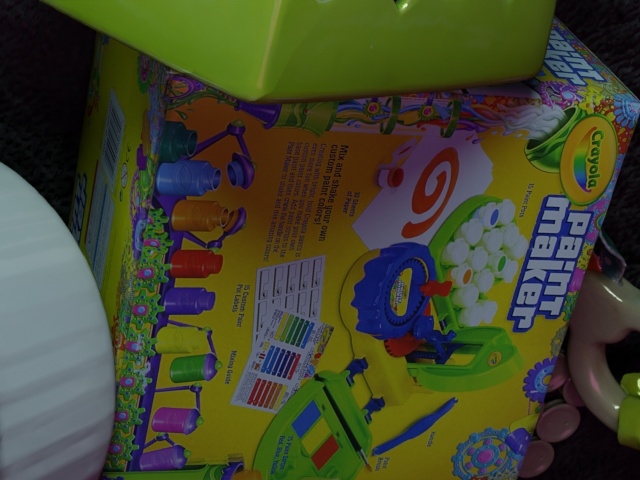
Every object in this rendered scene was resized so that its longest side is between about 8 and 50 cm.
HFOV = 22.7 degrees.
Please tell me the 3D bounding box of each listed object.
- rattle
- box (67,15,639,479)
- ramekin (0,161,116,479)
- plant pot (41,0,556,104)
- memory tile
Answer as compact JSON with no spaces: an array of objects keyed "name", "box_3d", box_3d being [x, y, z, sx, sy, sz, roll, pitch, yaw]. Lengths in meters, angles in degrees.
[{"name":"rattle","box_3d":[0.243,0.044,1.162,0.143,0.130,0.199,-33,95,-25]},{"name":"box","box_3d":[0.000,0.000,0.973,0.279,0.177,0.290,3,120,-20]},{"name":"ramekin","box_3d":[-0.244,0.073,0.880,0.135,0.277,0.277,-18,136,-54]},{"name":"plant pot","box_3d":[-0.011,-0.203,0.778,0.227,0.228,0.207,-10,123,-48]},{"name":"memory tile","box_3d":[0.136,0.121,1.200,0.148,0.012,0.113,20,113,-28]}]
